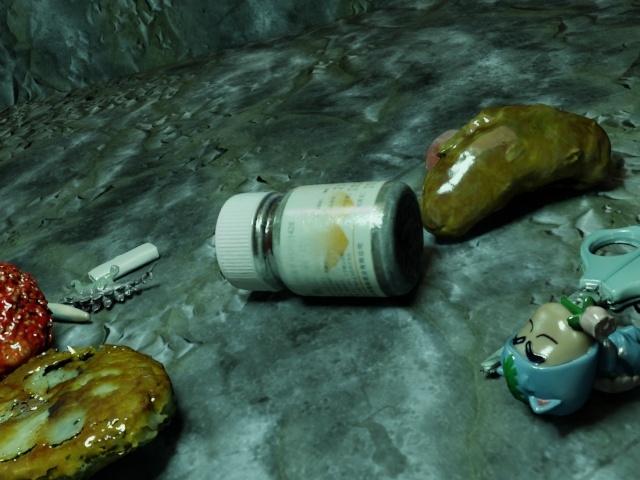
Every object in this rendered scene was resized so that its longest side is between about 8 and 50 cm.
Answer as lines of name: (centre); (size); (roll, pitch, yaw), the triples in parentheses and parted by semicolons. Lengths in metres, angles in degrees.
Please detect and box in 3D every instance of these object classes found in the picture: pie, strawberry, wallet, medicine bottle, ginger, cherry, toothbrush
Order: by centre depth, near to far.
pie: (-0.321, 0.222, 0.901); (0.308, 0.085, 0.308); (-14, 24, 7)
strawberry: (-0.478, 0.133, 1.053); (0.187, 0.184, 0.201); (-34, 43, -24)
medicine bottle: (0.000, 0.000, 1.058); (0.274, 0.165, 0.165); (-2, 31, 24)
ginger: (0.291, -0.123, 1.142); (0.321, 0.172, 0.165); (-20, -11, -3)
toothbrush: (-0.531, 0.115, 1.256); (0.375, 0.028, 0.037); (2, 38, 29)
cherry: (0.246, -0.155, 1.296); (0.126, 0.087, 0.106); (-10, 33, 15)
wallet: (-0.354, 0.042, 1.306); (0.122, 0.025, 0.061); (-29, 24, -23)

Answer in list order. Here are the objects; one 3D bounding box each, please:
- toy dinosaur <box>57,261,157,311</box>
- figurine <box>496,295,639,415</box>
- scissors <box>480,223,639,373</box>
toy dinosaur: (-0.358, 0.081, 1.216); (0.209, 0.039, 0.082); (-20, 30, 13)
figurine: (0.278, 0.108, 0.762); (0.178, 0.144, 0.114); (-6, 31, -8)
scissors: (0.333, 0.074, 0.906); (0.360, 0.029, 0.191); (-30, 27, -21)
